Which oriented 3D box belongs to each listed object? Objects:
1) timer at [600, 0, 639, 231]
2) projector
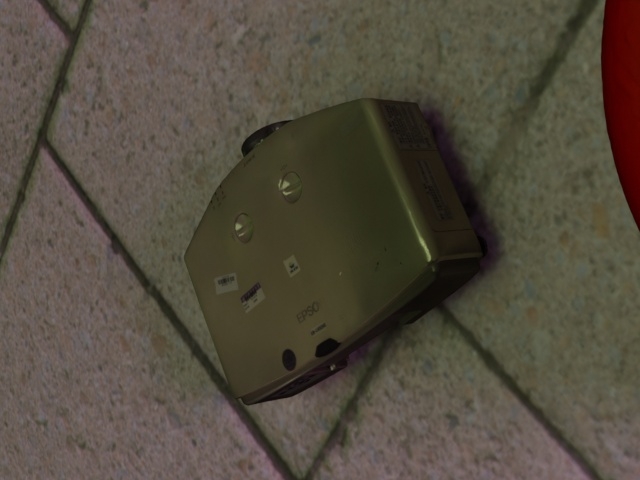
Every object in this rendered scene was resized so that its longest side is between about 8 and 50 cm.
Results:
[{"bbox_3d":[0.302,-0.086,0.516,0.378,0.279,0.378,5,96,49],"label":"timer"},{"bbox_3d":[0.000,0.000,0.990,0.269,0.088,0.193,-38,67,42],"label":"projector"}]
